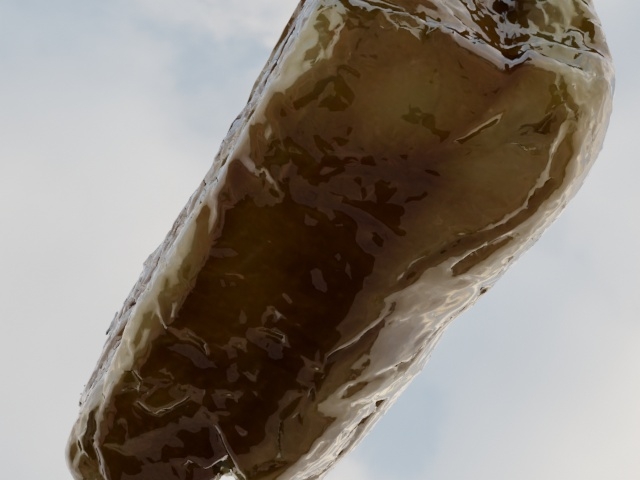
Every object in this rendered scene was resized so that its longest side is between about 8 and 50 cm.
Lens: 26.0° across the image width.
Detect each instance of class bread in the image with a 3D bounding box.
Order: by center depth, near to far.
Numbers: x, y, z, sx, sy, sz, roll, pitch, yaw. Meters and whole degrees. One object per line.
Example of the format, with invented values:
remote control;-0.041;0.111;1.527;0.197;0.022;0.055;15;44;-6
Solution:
bread;0.005;0.001;0.707;0.149;0.195;0.344;29;-57;-9
